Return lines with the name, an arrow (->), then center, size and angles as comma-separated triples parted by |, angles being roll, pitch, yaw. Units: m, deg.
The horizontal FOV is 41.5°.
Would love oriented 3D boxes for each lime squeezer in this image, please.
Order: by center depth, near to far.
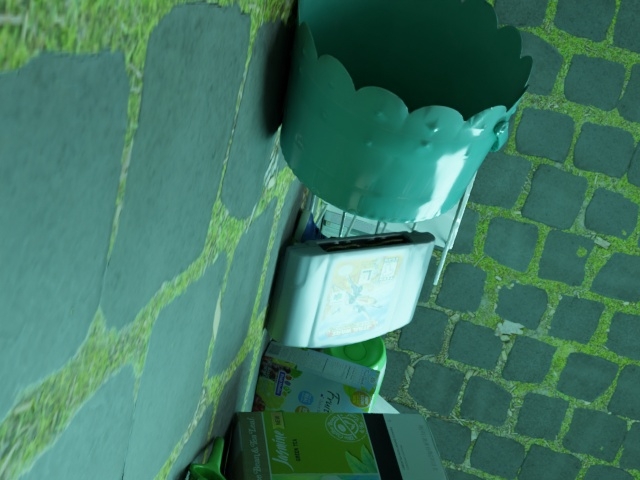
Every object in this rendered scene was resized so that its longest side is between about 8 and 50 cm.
lime squeezer -> -0.151, 0.331, 1.043 | 0.310, 0.058, 0.110 | -68, 171, -55

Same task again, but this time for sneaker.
sneaker -> 0.000, -0.001, 1.468 | 0.152, 0.084, 0.058 | 95, 12, -61

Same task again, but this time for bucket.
bucket -> 0.087, -0.167, 0.973 | 0.281, 0.281, 0.183 | -69, 178, -46

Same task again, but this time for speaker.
speaker -> 0.051, 0.290, 1.675 | 0.297, 0.131, 0.131 | 100, 8, -49

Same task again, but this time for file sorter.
file sorter -> 0.125, -0.063, 1.592 | 0.173, 0.277, 0.193 | -60, 166, -52

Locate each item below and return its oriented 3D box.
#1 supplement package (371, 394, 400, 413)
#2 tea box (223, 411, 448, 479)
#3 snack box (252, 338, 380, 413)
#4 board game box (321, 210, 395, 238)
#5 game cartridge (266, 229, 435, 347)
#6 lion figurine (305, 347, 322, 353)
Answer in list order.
supplement package -> 0.027, 0.487, 2.046 | 0.293, 0.175, 0.177 | -34, 160, -50
tea box -> 0.006, 0.466, 1.364 | 0.220, 0.323, 0.329 | -107, -155, -54
snack box -> -0.012, 0.287, 1.526 | 0.070, 0.207, 0.175 | -67, 170, -56
board game box -> 0.124, -0.065, 1.811 | 0.303, 0.224, 0.097 | 101, 8, -46
game cartridge -> 0.055, 0.086, 1.440 | 0.062, 0.297, 0.198 | 38, -54, 47
lion figurine -> -0.010, 0.180, 1.735 | 0.392, 0.142, 0.240 | -13, 128, -63
